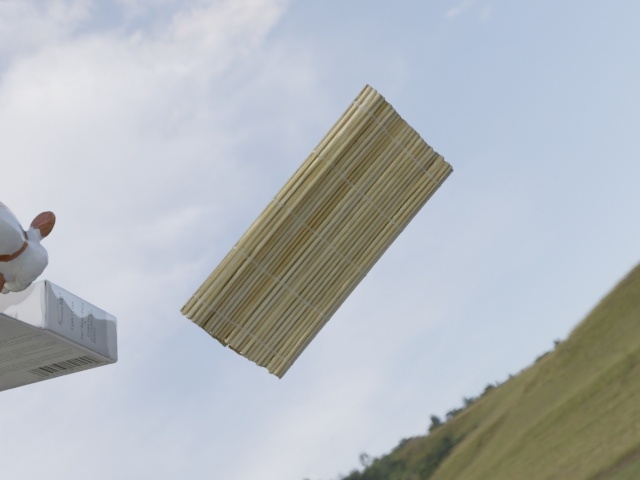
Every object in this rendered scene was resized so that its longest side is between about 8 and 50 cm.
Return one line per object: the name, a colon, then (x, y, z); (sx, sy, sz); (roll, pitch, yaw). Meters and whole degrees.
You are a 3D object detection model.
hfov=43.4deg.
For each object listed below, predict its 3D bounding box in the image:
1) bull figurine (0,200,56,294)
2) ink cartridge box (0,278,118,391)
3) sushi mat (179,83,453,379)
bull figurine: (-0.354, -0.033, 0.639); (0.310, 0.188, 0.101); (50, -125, -69)
ink cartridge box: (-0.416, 0.107, 0.871); (0.296, 0.066, 0.261); (-16, -26, 15)
sushi mat: (0.000, 0.000, 0.873); (0.151, 0.019, 0.316); (37, -85, -32)
